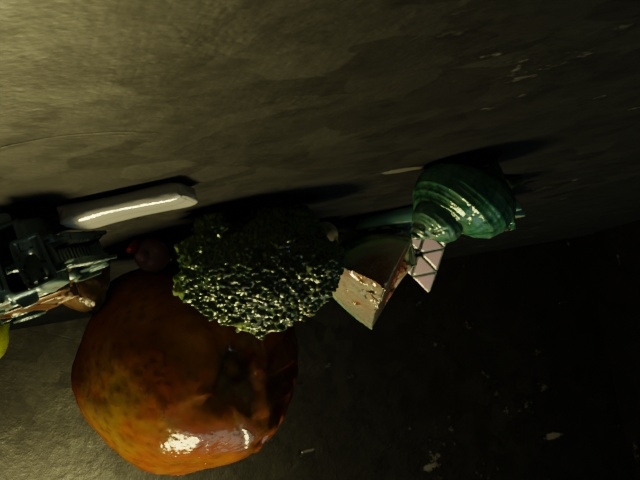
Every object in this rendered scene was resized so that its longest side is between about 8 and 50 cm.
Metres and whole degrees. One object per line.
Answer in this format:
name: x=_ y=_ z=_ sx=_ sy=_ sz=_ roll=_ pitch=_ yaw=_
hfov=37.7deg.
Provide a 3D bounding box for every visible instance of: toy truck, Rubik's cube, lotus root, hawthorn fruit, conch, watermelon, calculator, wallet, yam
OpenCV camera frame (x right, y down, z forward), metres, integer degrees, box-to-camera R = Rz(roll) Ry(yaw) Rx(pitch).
toy truck: x=-0.416 y=0.033 z=1.363 sx=0.185 sy=0.132 sz=0.338 roll=-20 pitch=177 yaw=-3
Rubik's cube: x=0.316 y=0.027 z=2.609 sx=0.211 sy=0.190 sz=0.178 roll=-11 pitch=159 yaw=-47
lotus root: x=-0.460 y=0.084 z=1.817 sx=0.081 sy=0.112 sz=0.122 roll=11 pitch=165 yaw=-31
hawthorn fruit: x=-0.246 y=0.258 z=1.863 sx=0.472 sy=0.471 sz=0.472 roll=-10 pitch=174 yaw=-1
conch: x=0.231 y=-0.061 z=1.554 sx=0.202 sy=0.134 sz=0.196 roll=-9 pitch=173 yaw=-25
watermelon: x=0.108 y=0.088 z=2.117 sx=0.224 sy=0.180 sz=0.305 roll=-10 pitch=157 yaw=-4
calculator: x=0.258 y=-0.052 z=2.102 sx=0.387 sy=0.054 sz=0.256 roll=-11 pitch=174 yaw=14
wallet: x=-0.268 y=-0.047 z=1.298 sx=0.190 sy=0.033 sz=0.095 roll=-12 pitch=173 yaw=9
yam: x=0.000 y=0.000 z=2.087 sx=0.066 sy=0.066 sz=0.299 roll=-10 pitch=175 yaw=-3

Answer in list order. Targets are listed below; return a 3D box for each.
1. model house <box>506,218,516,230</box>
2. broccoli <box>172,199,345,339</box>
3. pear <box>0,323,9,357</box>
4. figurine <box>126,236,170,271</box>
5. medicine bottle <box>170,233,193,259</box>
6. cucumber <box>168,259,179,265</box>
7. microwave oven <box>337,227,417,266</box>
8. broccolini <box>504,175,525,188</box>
model house: x=0.333 y=-0.054 z=1.888 sx=0.100 sy=0.087 sz=0.100 roll=-15 pitch=-161 yaw=2
broccoli: x=-0.113 y=0.050 z=1.623 sx=0.288 sy=0.235 sz=0.260 roll=33 pitch=148 yaw=-27
pear: x=-0.745 y=0.187 z=2.037 sx=0.166 sy=0.180 sz=0.216 roll=33 pitch=131 yaw=-31
figurine: x=-0.315 y=0.025 z=1.741 sx=0.067 sy=0.071 sz=0.083 roll=-55 pitch=170 yaw=13
medicine bottle: x=-0.246 y=0.016 z=1.826 sx=0.058 sy=0.057 sz=0.199 roll=-6 pitch=174 yaw=-38
cucumber: x=-0.275 y=0.080 z=2.099 sx=0.245 sy=0.134 sz=0.134 roll=-2 pitch=173 yaw=-11
microwave oven: x=0.108 y=0.034 z=2.312 sx=0.208 sy=0.122 sz=0.162 roll=-8 pitch=174 yaw=-26
broccolini: x=0.328 y=-0.090 z=1.799 sx=0.203 sy=0.068 sz=0.091 roll=-8 pitch=154 yaw=-31
